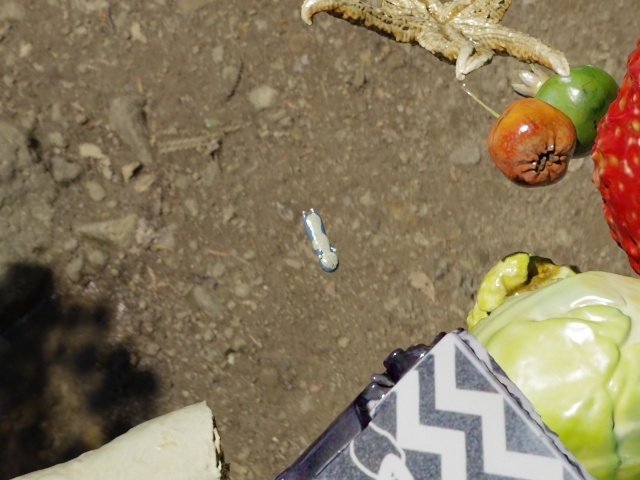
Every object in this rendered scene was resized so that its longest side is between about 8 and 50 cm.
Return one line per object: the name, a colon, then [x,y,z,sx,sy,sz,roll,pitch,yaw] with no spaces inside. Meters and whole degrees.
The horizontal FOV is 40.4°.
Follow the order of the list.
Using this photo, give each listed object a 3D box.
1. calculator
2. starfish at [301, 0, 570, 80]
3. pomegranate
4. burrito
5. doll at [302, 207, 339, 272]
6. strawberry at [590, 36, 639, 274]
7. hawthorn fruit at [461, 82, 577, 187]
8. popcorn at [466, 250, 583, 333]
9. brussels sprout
calculator: [0.006,0.177,0.385,0.274,0.028,0.166,-47,45,10]
starfish: [0.147,-0.269,1.016,0.375,0.094,0.327,29,48,29]
pomegranate: [0.474,-0.267,1.696,0.187,0.187,0.225,-43,63,-6]
burrito: [-0.202,0.251,0.881,0.299,0.143,0.105,-18,79,-35]
doll: [0.000,0.000,1.581,0.037,0.027,0.125,-21,80,-14]
strawberry: [0.343,-0.087,0.688,0.261,0.261,0.258,-25,82,2]
hawthorn fruit: [0.353,-0.207,1.624,0.165,0.165,0.285,-37,38,-4]
popcorn: [0.395,0.144,1.558,0.250,0.242,0.235,32,98,12]
brussels sprout: [0.298,0.188,1.024,0.344,0.344,0.268,-29,42,0]
